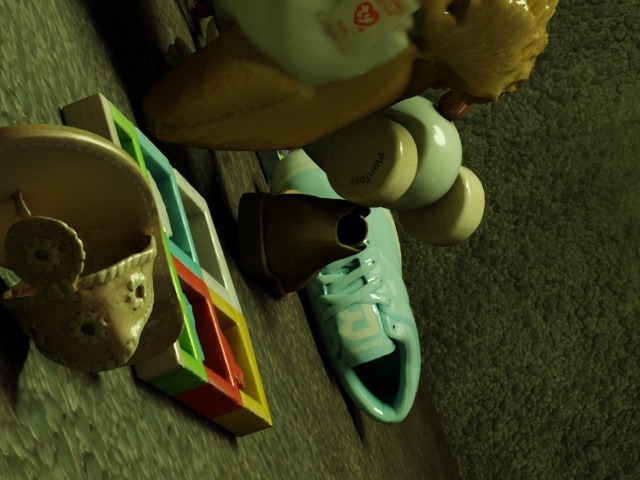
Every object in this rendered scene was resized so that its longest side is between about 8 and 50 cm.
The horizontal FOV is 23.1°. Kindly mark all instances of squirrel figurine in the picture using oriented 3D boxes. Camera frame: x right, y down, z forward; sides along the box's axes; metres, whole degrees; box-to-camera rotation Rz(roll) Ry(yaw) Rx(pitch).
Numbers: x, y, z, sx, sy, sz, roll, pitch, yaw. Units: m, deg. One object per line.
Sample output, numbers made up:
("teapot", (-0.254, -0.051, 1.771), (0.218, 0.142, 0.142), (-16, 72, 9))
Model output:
("squirrel figurine", (0.013, -0.280, 1.379), (0.370, 0.397, 0.281), (-116, -143, -50))

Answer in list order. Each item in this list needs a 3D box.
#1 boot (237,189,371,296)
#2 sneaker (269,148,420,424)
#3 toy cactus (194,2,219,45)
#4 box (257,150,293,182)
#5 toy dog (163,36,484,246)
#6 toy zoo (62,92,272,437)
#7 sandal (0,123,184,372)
("boot", (0.000, 0.000, 1.587), (0.305, 0.115, 0.112), (2, 85, -82))
("sneaker", (0.047, 0.062, 1.818), (0.150, 0.135, 0.366), (-107, 173, -55))
("toy cactus", (-0.100, -0.268, 1.713), (0.219, 0.112, 0.181), (162, -59, -65))
("box", (-0.065, -0.134, 1.955), (0.162, 0.029, 0.116), (-59, 129, -84))
("toy dog", (0.035, -0.142, 1.489), (0.333, 0.161, 0.220), (38, 8, 16))
("toy zoo", (-0.096, 0.032, 1.112), (0.293, 0.030, 0.192), (52, 18, -70))
("sandal", (-0.105, 0.030, 0.763), (0.240, 0.088, 0.079), (69, -3, -65))
